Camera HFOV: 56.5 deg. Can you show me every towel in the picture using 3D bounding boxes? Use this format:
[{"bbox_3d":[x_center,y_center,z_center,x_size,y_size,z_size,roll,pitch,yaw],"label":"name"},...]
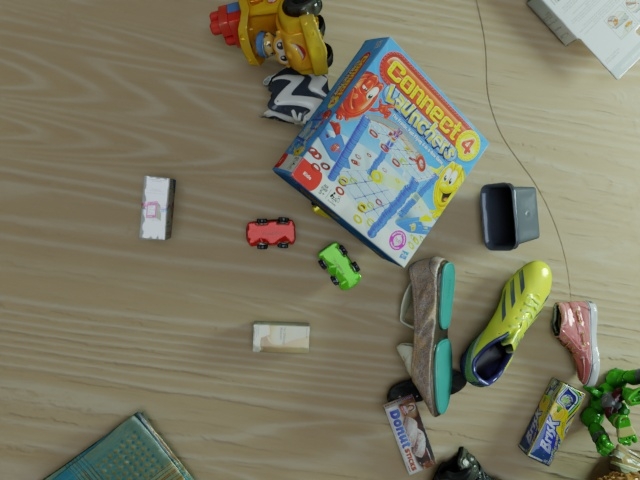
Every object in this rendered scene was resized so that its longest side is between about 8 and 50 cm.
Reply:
[{"bbox_3d":[-0.368,0.567,1.218,0.272,0.040,0.370,-35,96,0],"label":"towel"}]

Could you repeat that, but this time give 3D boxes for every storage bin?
[{"bbox_3d":[0.386,-0.050,1.210,0.091,0.098,0.135,-7,93,-31],"label":"storage bin"}]

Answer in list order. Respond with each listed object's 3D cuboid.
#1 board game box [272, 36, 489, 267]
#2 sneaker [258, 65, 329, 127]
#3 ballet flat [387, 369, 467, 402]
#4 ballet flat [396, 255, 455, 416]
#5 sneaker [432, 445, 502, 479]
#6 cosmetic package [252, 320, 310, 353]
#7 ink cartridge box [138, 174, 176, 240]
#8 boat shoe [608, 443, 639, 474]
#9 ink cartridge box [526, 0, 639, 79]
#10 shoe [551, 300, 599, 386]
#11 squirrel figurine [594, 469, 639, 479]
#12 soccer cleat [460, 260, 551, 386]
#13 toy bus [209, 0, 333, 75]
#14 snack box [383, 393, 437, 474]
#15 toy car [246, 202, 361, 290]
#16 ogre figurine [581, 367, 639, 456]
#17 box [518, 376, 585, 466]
[{"bbox_3d":[0.122,-0.158,1.117,0.308,0.086,0.301,37,85,-28],"label":"board game box"},{"bbox_3d":[-0.036,-0.237,1.169,0.153,0.094,0.234,-21,94,-1],"label":"sneaker"},{"bbox_3d":[0.220,0.305,1.242,0.173,0.049,0.057,-11,64,-7],"label":"ballet flat"},{"bbox_3d":[0.211,0.190,1.204,0.106,0.108,0.315,1,83,33],"label":"ballet flat"},{"bbox_3d":[0.342,0.504,1.228,0.228,0.087,0.130,7,99,2],"label":"sneaker"},{"bbox_3d":[-0.080,0.197,1.213,0.115,0.041,0.060,1,92,-3],"label":"cosmetic package"},{"bbox_3d":[-0.317,-0.062,1.163,0.052,0.088,0.122,7,93,-6],"label":"ink cartridge box"},{"bbox_3d":[0.712,0.484,1.262,0.190,0.068,0.072,20,78,-4],"label":"boat shoe"},{"bbox_3d":[0.603,-0.498,1.209,0.275,0.060,0.239,-44,95,-1],"label":"ink cartridge box"},{"bbox_3d":[0.526,0.214,1.240,0.081,0.063,0.177,1,87,-2],"label":"shoe"},{"bbox_3d":[0.569,0.616,1.173,0.371,0.281,0.396,0,100,10],"label":"squirrel figurine"},{"bbox_3d":[0.387,0.172,1.198,0.093,0.121,0.289,34,90,-4],"label":"soccer cleat"},{"bbox_3d":[-0.095,-0.395,1.098,0.212,0.149,0.220,-14,54,2],"label":"toy bus"},{"bbox_3d":[0.185,0.399,1.223,0.064,0.022,0.178,-21,111,-1],"label":"snack box"},{"bbox_3d":[0.000,0.000,1.201,0.239,0.053,0.225,-35,97,3],"label":"toy car"},{"bbox_3d":[0.604,0.333,1.220,0.097,0.118,0.196,13,93,-8],"label":"ogre figurine"},{"bbox_3d":[0.481,0.377,1.244,0.054,0.059,0.168,25,91,-2],"label":"box"}]
